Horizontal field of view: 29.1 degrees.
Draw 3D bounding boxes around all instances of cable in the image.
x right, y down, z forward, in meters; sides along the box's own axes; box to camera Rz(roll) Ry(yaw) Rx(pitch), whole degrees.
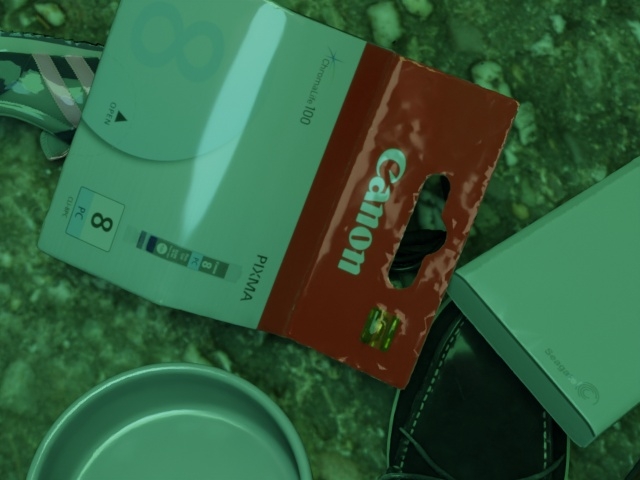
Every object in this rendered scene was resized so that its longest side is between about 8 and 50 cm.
[{"bbox_3d":[0.101,-0.055,1.296,0.150,0.047,0.184,38,61,1],"label":"cable"}]

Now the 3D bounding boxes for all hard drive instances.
[{"bbox_3d":[0.298,0.048,1.238,0.307,0.040,0.203,-29,71,-33],"label":"hard drive"}]

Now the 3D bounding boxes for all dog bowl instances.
[{"bbox_3d":[-0.134,0.253,1.142,0.265,0.104,0.265,-1,63,3],"label":"dog bowl"}]

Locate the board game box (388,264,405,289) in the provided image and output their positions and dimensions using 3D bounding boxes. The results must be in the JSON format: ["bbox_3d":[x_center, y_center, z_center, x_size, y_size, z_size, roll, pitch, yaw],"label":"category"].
[{"bbox_3d":[0.000,0.000,1.298,0.126,0.026,0.186,-21,75,-10],"label":"board game box"}]

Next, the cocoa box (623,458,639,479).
[{"bbox_3d":[0.399,0.272,1.129,0.228,0.231,0.347,39,74,9],"label":"cocoa box"}]

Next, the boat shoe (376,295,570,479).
[{"bbox_3d":[0.135,0.267,1.155,0.187,0.156,0.500,16,70,3],"label":"boat shoe"}]

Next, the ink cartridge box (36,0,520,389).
[{"bbox_3d":[-0.047,-0.062,1.174,0.385,0.091,0.308,23,99,13],"label":"ink cartridge box"}]

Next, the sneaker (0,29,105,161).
[{"bbox_3d":[-0.235,-0.143,1.303,0.319,0.112,0.131,8,95,-4],"label":"sneaker"}]
